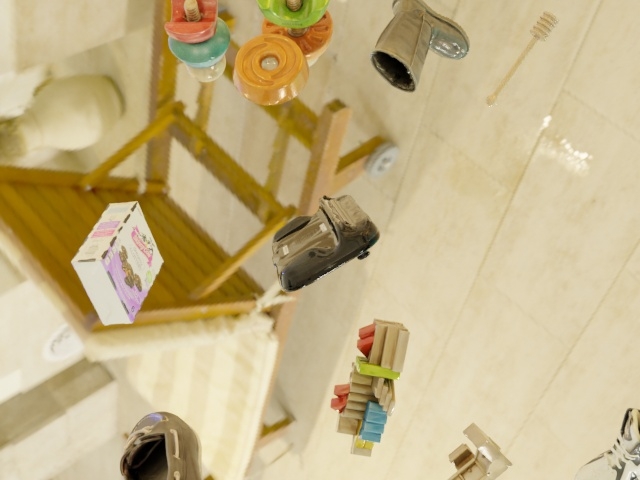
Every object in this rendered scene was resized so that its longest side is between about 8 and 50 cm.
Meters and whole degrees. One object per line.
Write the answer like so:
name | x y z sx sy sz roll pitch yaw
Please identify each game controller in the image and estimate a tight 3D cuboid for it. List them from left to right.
game controller | 0.000 0.000 1.421 0.067 0.166 0.319 50 -177 -12

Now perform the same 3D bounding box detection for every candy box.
candy box | -0.403 0.043 1.816 0.070 0.196 0.165 -5 127 18

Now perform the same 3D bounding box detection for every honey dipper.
honey dipper | 0.298 -0.268 1.349 0.030 0.160 0.030 35 -174 -4

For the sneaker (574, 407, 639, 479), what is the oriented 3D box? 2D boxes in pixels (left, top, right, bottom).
sneaker | 0.547 0.367 1.616 0.235 0.094 0.153 -24 123 21

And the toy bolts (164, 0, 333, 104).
toy bolts | -0.103 -0.255 1.259 0.228 0.218 0.158 5 155 5

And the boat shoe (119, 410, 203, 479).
boat shoe | -0.225 0.318 1.249 0.095 0.112 0.335 42 -179 -29

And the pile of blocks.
pile of blocks | 0.086 0.317 1.869 0.113 0.149 0.362 10 117 -5

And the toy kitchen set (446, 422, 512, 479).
toy kitchen set | 0.173 0.265 1.110 0.075 0.083 0.068 45 -175 -39

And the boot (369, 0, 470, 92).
boot | 0.180 -0.333 1.592 0.190 0.208 0.076 30 130 -16
